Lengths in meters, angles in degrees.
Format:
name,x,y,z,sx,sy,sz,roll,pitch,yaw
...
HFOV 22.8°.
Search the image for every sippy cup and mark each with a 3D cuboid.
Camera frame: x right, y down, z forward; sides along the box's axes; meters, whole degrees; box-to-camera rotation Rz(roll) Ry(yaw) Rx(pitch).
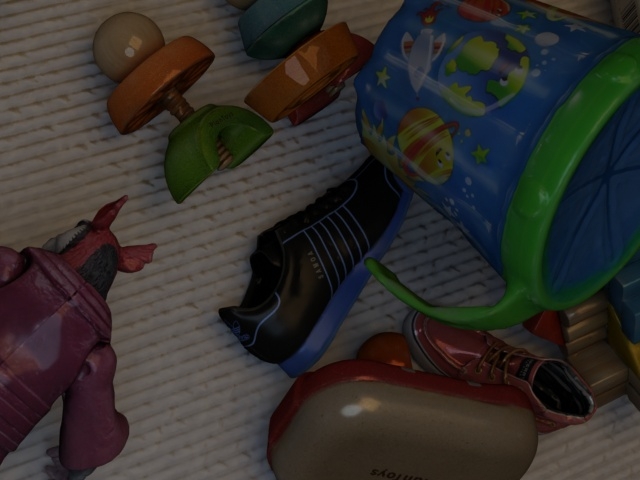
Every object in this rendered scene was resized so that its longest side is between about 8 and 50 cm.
name,x,y,z,sx,sy,sz,roll,pitch,yaw
sippy cup,0.156,-0.096,1.281,0.224,0.240,0.305,33,55,29

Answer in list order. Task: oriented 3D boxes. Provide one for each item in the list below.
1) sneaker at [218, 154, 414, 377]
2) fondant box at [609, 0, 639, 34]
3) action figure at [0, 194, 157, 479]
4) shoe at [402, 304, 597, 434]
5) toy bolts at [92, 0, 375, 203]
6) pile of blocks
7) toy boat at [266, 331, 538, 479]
name,x,y,z,sx,sy,sz,roll,pitch,yaw
sneaker,0.000,0.000,1.357,0.090,0.081,0.232,38,64,-18
fondant box,0.458,-0.251,1.573,0.330,0.096,0.238,-9,80,-7
action figure,-0.258,0.099,1.114,0.248,0.276,0.370,42,77,-4
shoe,0.161,0.110,1.406,0.178,0.081,0.063,36,65,-14
toy bolts,-0.059,-0.174,1.318,0.158,0.218,0.228,52,44,1
pile of blocks,0.217,0.006,1.422,0.112,0.149,0.362,-24,87,-14
toy boat,0.067,0.142,1.339,0.231,0.151,0.151,14,43,-22
